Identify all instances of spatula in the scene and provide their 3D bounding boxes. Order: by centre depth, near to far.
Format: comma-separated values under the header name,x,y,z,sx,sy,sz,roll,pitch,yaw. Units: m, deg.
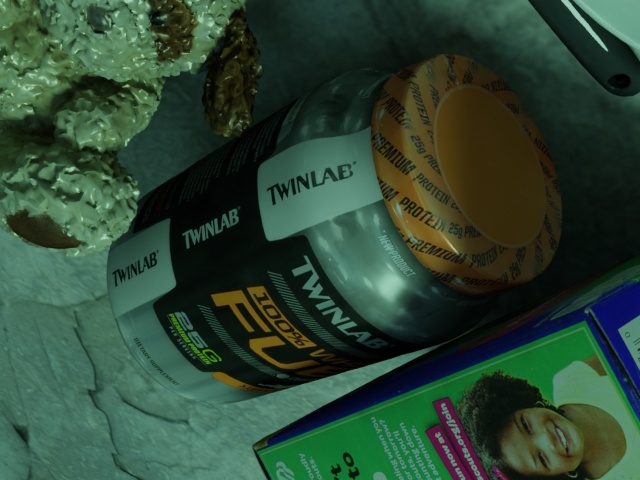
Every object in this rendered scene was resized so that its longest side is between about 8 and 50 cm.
name,x,y,z,sx,sy,sz,roll,pitch,yaw
spatula,0.102,-0.190,0.540,0.084,0.030,0.296,-22,119,44

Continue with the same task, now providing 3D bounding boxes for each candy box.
name,x,y,z,sx,sy,sz,roll,pitch,yaw
candy box,0.154,0.104,0.628,0.317,0.268,0.122,-36,78,47

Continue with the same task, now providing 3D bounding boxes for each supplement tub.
name,x,y,z,sx,sy,sz,roll,pitch,yaw
supplement tub,0.000,0.000,0.673,0.193,0.193,0.316,46,138,-19

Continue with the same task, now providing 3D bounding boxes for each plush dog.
name,x,y,z,sx,sy,sz,roll,pitch,yaw
plush dog,-0.153,-0.153,0.641,0.225,0.210,0.262,-24,112,22

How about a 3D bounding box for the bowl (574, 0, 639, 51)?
name,x,y,z,sx,sy,sz,roll,pitch,yaw
bowl,0.222,-0.213,0.366,0.298,0.134,0.298,16,139,14
